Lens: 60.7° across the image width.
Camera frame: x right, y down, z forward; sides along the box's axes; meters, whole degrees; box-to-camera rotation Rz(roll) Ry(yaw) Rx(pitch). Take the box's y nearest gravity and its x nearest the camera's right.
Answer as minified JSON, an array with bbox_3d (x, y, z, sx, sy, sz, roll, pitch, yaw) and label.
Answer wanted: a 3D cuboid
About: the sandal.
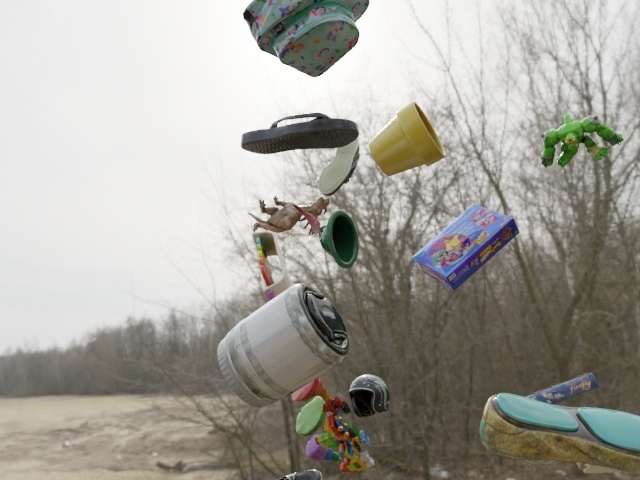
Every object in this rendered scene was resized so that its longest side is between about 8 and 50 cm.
[{"bbox_3d":[-0.048,-0.199,0.982,0.254,0.054,0.097,2,-7,37],"label":"sandal"}]

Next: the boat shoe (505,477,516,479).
[{"bbox_3d":[0.377,0.603,1.221,0.285,0.103,0.092,13,-56,-48],"label":"boat shoe"}]

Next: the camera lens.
[{"bbox_3d":[-0.085,0.255,1.341,0.274,0.219,0.219,-36,-22,14],"label":"camera lens"}]

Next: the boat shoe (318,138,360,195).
[{"bbox_3d":[0.093,-0.305,2.400,0.127,0.340,0.113,4,-36,24],"label":"boat shoe"}]

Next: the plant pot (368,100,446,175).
[{"bbox_3d":[0.332,-0.382,2.172,0.239,0.254,0.254,-30,-22,20],"label":"plant pot"}]

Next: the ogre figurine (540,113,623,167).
[{"bbox_3d":[0.659,-0.260,1.420,0.197,0.097,0.118,4,-29,49],"label":"ogre figurine"}]

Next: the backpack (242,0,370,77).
[{"bbox_3d":[-0.016,-0.507,1.228,0.253,0.191,0.225,-39,-18,24],"label":"backpack"}]

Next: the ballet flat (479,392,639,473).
[{"bbox_3d":[0.443,0.351,0.959,0.348,0.123,0.123,12,-14,-6],"label":"ballet flat"}]

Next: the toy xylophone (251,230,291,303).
[{"bbox_3d":[-0.152,0.118,1.843,0.081,0.236,0.323,-18,32,-1],"label":"toy xylophone"}]

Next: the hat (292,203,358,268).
[{"bbox_3d":[0.000,0.000,1.682,0.183,0.208,0.173,-11,-49,32],"label":"hat"}]

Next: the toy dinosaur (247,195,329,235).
[{"bbox_3d":[-0.122,-0.077,1.998,0.295,0.127,0.200,-12,-17,33],"label":"toy dinosaur"}]

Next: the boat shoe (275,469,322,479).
[{"bbox_3d":[-0.095,0.767,1.703,0.206,0.075,0.065,-23,-45,1],"label":"boat shoe"}]

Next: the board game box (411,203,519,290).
[{"bbox_3d":[0.560,0.018,2.129,0.347,0.078,0.233,-40,29,-8],"label":"board game box"}]

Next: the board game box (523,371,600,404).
[{"bbox_3d":[0.660,0.440,1.559,0.243,0.042,0.165,-26,-20,15],"label":"board game box"}]

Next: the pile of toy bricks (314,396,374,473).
[{"bbox_3d":[0.039,0.483,1.342,0.105,0.118,0.212,-25,-54,12],"label":"pile of toy bricks"}]

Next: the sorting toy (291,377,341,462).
[{"bbox_3d":[0.005,0.555,1.707,0.126,0.127,0.365,37,13,-21],"label":"sorting toy"}]

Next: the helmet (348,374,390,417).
[{"bbox_3d":[0.201,0.630,2.239,0.169,0.162,0.169,-13,-15,-4],"label":"helmet"}]
